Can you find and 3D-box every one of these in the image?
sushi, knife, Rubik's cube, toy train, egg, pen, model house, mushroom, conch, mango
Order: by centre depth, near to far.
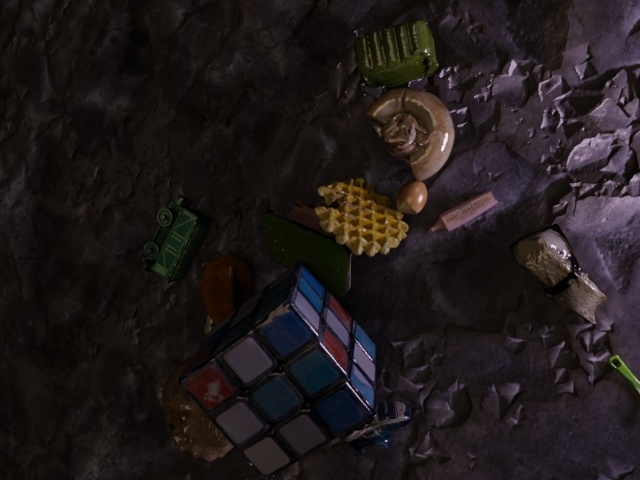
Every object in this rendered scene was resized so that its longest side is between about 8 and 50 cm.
[{"bbox_3d":[0.753,0.345,1.313,0.078,0.022,0.166,-43,77,8],"label":"knife"},{"bbox_3d":[0.587,0.095,1.335,0.134,0.109,0.272,-33,79,17],"label":"sushi"},{"bbox_3d":[-0.088,0.312,1.407,0.362,0.363,0.359,-39,100,15],"label":"Rubik's cube"},{"bbox_3d":[0.243,-0.299,1.427,0.189,0.195,0.253,-45,76,11],"label":"mushroom"},{"bbox_3d":[0.372,-0.069,1.460,0.197,0.032,0.053,-31,79,15],"label":"pen"},{"bbox_3d":[0.248,-0.119,1.482,0.080,0.080,0.096,13,75,20],"label":"egg"},{"bbox_3d":[-0.001,-0.001,1.560,0.294,0.154,0.207,25,141,27],"label":"model house"},{"bbox_3d":[-0.372,0.481,1.639,0.352,0.210,0.297,17,80,18],"label":"conch"},{"bbox_3d":[-0.280,0.156,1.644,0.166,0.136,0.235,-2,93,34],"label":"mango"},{"bbox_3d":[-0.459,-0.006,1.726,0.154,0.115,0.269,29,99,10],"label":"toy train"}]

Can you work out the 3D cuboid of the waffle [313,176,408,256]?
[{"bbox_3d":[0.108,-0.061,1.454,0.250,0.261,0.056,51,134,19],"label":"waffle"}]

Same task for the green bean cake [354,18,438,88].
[{"bbox_3d":[0.199,-0.482,1.438,0.201,0.214,0.113,-12,89,20],"label":"green bean cake"}]

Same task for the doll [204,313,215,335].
[{"bbox_3d":[-0.340,0.242,1.717,0.037,0.027,0.125,11,93,27],"label":"doll"}]

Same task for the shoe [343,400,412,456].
[{"bbox_3d":[0.161,0.518,1.504,0.207,0.091,0.106,-30,101,13],"label":"shoe"}]
